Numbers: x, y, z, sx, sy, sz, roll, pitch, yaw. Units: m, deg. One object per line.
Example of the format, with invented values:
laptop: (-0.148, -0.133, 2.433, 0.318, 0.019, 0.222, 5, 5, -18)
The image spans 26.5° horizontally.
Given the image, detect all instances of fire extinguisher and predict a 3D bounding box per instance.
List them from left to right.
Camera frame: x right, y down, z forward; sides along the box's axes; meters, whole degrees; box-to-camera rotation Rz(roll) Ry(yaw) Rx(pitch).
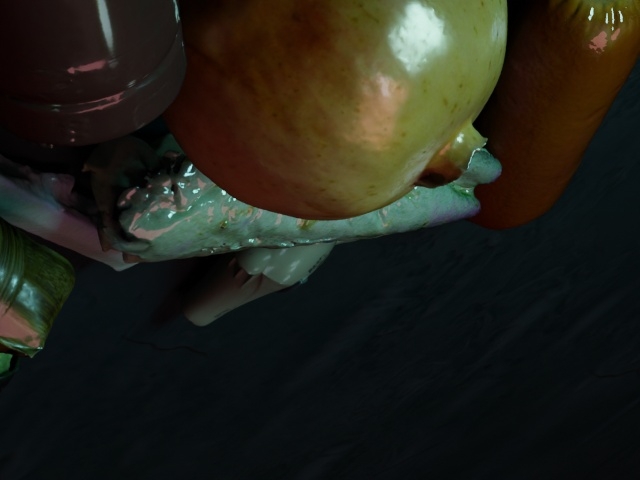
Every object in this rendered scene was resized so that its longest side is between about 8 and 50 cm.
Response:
fire extinguisher: (-0.106, -0.191, 0.495, 0.105, 0.141, 0.341, 13, 142, 12)

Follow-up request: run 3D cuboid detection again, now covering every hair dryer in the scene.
hair dryer: (-0.019, 0.010, 1.062, 0.167, 0.067, 0.199, -31, 170, 28)

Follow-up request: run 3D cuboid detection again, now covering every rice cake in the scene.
rice cake: (-0.161, -0.018, 0.870, 0.042, 0.030, 0.180, -29, 155, 16)

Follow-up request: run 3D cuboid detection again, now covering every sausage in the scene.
sausage: (0.159, -0.091, 0.987, 0.089, 0.083, 0.300, -32, 158, -21)

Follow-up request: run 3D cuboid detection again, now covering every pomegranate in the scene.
pomegranate: (0.005, -0.103, 0.699, 0.191, 0.191, 0.191, -22, 154, -12)

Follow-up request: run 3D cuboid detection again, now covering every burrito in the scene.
burrito: (-0.008, -0.041, 0.907, 0.309, 0.066, 0.096, -7, 108, -31)

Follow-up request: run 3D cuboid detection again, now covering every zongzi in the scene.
zongzi: (-0.261, -0.006, 0.779, 0.184, 0.084, 0.187, 1, 144, 41)

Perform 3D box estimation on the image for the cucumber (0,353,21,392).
cucumber: (-0.289, 0.136, 0.994, 0.078, 0.062, 0.211, -3, 145, -41)
